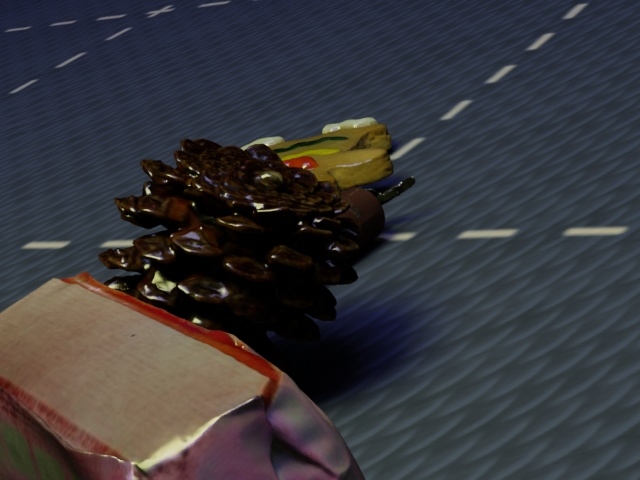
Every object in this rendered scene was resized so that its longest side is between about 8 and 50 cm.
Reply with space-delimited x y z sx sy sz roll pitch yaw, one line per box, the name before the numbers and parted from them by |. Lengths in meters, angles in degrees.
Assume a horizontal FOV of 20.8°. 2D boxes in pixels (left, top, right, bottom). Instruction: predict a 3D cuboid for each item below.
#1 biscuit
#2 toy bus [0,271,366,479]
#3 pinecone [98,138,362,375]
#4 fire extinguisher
biscuit | -0.019 -0.055 1.419 0.158 0.035 0.240 -15 14 9
toy bus | -0.090 0.118 0.904 0.127 0.147 0.302 -32 24 -23
pinecone | -0.065 0.028 1.102 0.163 0.165 0.163 19 16 -6
fire extinguisher | 0.000 0.000 1.284 0.157 0.045 0.078 -37 6 -41
